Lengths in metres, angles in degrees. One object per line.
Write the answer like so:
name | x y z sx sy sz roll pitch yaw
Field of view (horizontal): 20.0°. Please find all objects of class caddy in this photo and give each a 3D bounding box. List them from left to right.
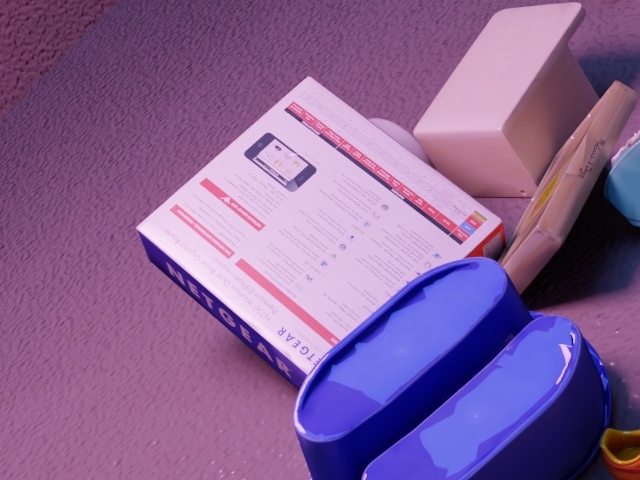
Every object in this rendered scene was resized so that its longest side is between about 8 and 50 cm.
caddy | 0.136 0.186 1.850 0.341 0.179 0.241 -40 53 -12

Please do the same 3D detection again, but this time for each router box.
router box | 0.000 0.000 2.190 0.301 0.082 0.335 -42 62 -16

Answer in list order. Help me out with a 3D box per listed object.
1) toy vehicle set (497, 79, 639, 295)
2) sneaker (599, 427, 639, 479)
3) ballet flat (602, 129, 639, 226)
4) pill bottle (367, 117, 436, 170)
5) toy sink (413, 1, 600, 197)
toy vehicle set | 0.278 -0.050 2.117 0.267 0.035 0.166 -57 0 -38
sneaker | 0.345 0.200 1.724 0.175 0.067 0.064 -12 33 30
ballet flat | 0.506 -0.131 2.006 0.409 0.147 0.147 -32 25 33
pill bottle | 0.034 -0.039 2.338 0.131 0.131 0.229 9 49 51
toy sink | 0.257 -0.176 2.330 0.152 0.131 0.234 1 48 46
